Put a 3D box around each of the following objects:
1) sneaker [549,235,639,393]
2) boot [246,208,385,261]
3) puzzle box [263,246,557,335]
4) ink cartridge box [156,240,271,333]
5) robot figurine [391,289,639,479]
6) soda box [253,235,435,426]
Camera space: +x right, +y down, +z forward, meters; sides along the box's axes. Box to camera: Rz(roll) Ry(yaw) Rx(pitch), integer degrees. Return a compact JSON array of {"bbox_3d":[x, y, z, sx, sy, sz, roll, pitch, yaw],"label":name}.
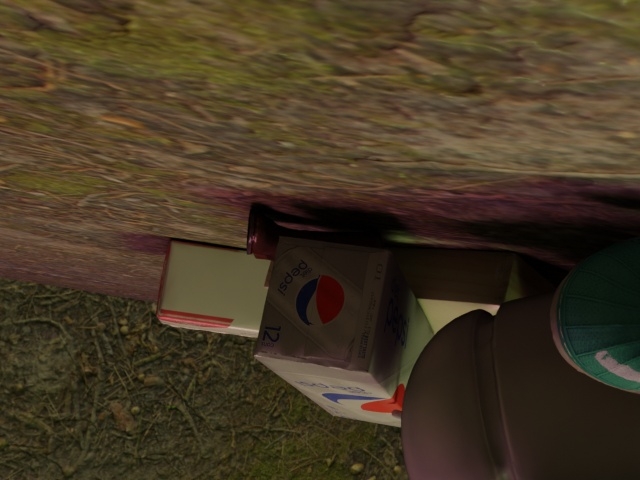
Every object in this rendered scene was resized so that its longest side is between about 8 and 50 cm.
[{"bbox_3d":[0.286,0.037,0.607,0.302,0.108,0.121,0,173,-3],"label":"sneaker"},{"bbox_3d":[0.000,0.000,0.888,0.114,0.037,0.106,5,174,5],"label":"boot"},{"bbox_3d":[0.167,0.104,1.139,0.272,0.052,0.409,2,159,38],"label":"puzzle box"},{"bbox_3d":[-0.107,0.063,1.291,0.158,0.092,0.218,9,171,-6],"label":"ink cartridge box"},{"bbox_3d":[0.209,0.128,0.785,0.353,0.200,0.300,-16,-165,19],"label":"robot figurine"},{"bbox_3d":[0.031,0.088,0.927,0.091,0.098,0.286,7,163,15],"label":"soda box"}]
